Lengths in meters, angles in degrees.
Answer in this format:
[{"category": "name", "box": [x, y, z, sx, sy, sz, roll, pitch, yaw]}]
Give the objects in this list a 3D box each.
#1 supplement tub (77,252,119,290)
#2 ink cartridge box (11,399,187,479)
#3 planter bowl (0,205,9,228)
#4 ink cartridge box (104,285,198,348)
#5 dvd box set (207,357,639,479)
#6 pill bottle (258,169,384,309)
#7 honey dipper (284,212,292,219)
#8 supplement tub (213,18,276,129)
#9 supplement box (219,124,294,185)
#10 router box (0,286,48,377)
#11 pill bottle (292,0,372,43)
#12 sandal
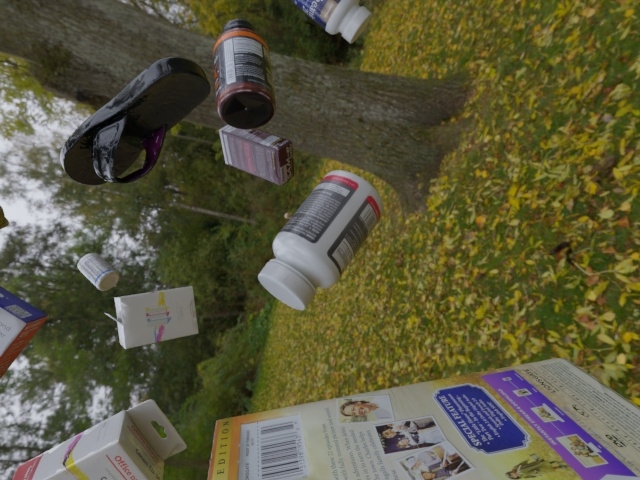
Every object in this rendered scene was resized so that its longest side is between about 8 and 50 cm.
[{"category": "supplement tub", "box": [-0.664, 0.094, 1.219, 0.071, 0.107, 0.071, -46, -22, -24]}, {"category": "ink cartridge box", "box": [-0.303, 0.326, 0.571, 0.115, 0.198, 0.067, 66, 171, -22]}, {"category": "planter bowl", "box": [-0.756, -0.098, 0.825, 0.217, 0.217, 0.090, -128, 57, -75]}, {"category": "ink cartridge box", "box": [-0.312, 0.140, 0.748, 0.092, 0.143, 0.089, -14, 84, 58]}, {"category": "dvd box set", "box": [0.116, 0.227, 0.331, 0.307, 0.421, 0.062, -128, 31, -75]}, {"category": "pill bottle", "box": [0.000, 0.000, 0.959, 0.318, 0.176, 0.176, -53, 2, -23]}, {"category": "honey dipper", "box": [-0.039, -0.027, 1.182, 0.030, 0.161, 0.030, -53, 7, 10]}, {"category": "supplement tub", "box": [-0.142, -0.311, 0.749, 0.106, 0.106, 0.197, 122, 143, -59]}, {"category": "supplement box", "box": [-0.199, -0.275, 1.279, 0.073, 0.240, 0.130, -45, -32, -36]}, {"category": "router box", "box": [-0.699, 0.160, 0.654, 0.301, 0.336, 0.082, -56, 8, -7]}, {"category": "pill bottle", "box": [0.013, -0.345, 0.588, 0.067, 0.120, 0.067, -50, 4, 5]}, {"category": "sandal", "box": [-0.405, -0.211, 0.867, 0.446, 0.168, 0.106, -28, 79, 32]}]
